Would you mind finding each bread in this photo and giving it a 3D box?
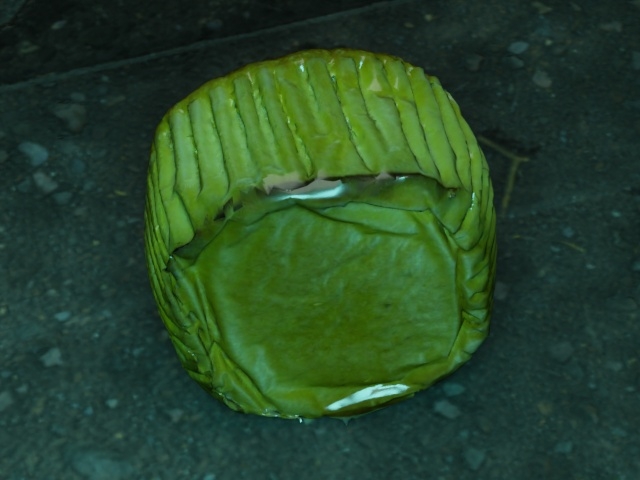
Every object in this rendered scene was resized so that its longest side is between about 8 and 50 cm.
[{"bbox_3d":[0.000,0.000,1.272,0.227,0.253,0.142,-13,53,-7],"label":"bread"}]
